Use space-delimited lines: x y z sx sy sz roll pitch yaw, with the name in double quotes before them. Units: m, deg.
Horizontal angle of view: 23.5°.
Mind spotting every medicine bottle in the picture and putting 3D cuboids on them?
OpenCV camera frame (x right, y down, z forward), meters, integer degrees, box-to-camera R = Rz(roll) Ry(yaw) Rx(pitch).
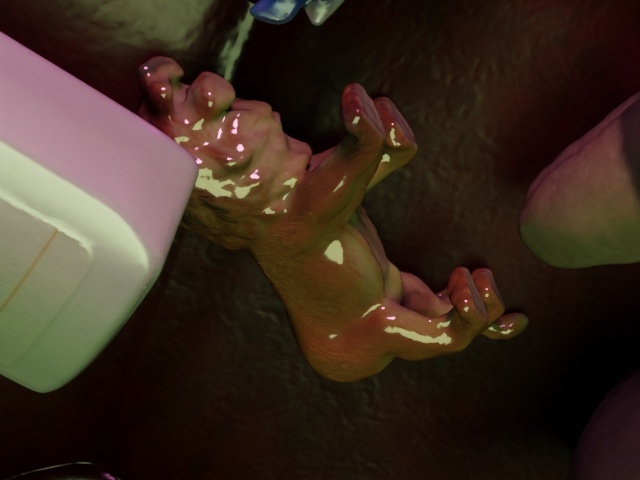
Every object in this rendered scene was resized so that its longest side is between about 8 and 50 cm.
"medicine bottle" -0.237 -0.057 0.785 0.324 0.124 0.179 30 138 -16

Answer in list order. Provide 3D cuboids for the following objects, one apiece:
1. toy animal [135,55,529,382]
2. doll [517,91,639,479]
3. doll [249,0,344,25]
"toy animal" 0.000 0.000 0.925 0.157 0.097 0.312 -22 126 16
"doll" 0.257 0.075 0.935 0.382 0.252 0.379 -19 90 36
"doll" 0.015 -0.175 0.827 0.195 0.070 0.096 -23 93 0
